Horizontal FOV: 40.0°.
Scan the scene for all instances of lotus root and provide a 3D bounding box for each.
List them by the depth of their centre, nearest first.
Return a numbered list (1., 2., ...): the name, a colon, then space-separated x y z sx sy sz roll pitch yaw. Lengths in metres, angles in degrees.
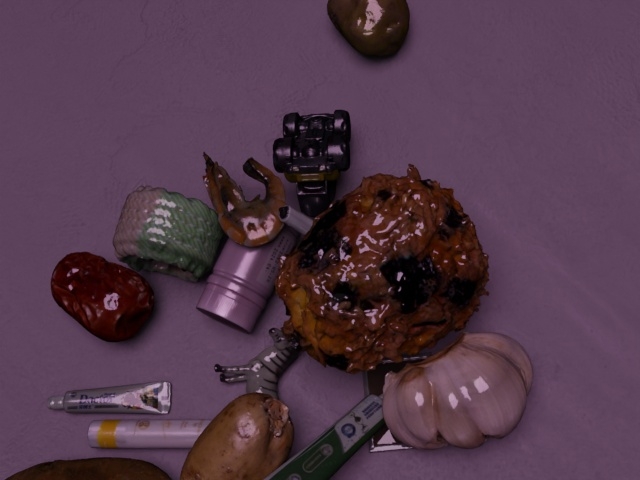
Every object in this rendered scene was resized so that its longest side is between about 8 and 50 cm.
1. lotus root: -0.161 0.408 1.626 0.160 0.146 0.284 37 103 -14

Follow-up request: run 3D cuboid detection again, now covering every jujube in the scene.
1. jujube: -0.452 0.111 1.802 0.230 0.155 0.155 25 77 22

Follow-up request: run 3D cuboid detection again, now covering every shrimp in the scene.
1. shrimp: -0.151 -0.103 1.739 0.145 0.059 0.254 -26 62 4

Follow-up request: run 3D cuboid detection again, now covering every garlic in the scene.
1. garlic: 0.269 0.292 1.599 0.281 0.185 0.203 -31 107 -17

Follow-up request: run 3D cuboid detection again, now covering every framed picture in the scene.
1. framed picture: 0.157 0.313 1.707 0.142 0.011 0.183 -7 70 7

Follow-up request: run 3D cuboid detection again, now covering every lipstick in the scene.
1. lipstick: -0.324 0.382 1.736 0.264 0.059 0.059 -1 72 8

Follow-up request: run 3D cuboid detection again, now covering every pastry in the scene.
1. pastry: 0.119 0.049 1.596 0.405 0.337 0.292 -19 29 -18

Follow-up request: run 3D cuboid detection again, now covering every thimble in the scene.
1. thimble: -0.312 -0.008 1.783 0.219 0.219 0.150 12 75 13

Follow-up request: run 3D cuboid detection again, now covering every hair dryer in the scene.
1. hair dryer: 0.000 0.000 1.729 0.073 0.236 0.131 8 71 45

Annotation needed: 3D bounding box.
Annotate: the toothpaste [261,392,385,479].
1. toothpaste: 0.012 0.392 1.604 0.099 0.061 0.392 40 58 23

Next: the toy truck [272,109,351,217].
1. toy truck: -0.007 -0.163 1.808 0.148 0.165 0.224 -2 35 8

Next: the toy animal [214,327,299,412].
1. toy animal: -0.113 0.286 1.728 0.176 0.073 0.216 -8 78 4

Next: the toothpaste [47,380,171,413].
1. toothpaste: -0.429 0.323 1.787 0.256 0.037 0.067 -3 71 4

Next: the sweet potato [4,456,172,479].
1. sweet potato: -0.470 0.484 1.694 0.423 0.130 0.130 -5 71 10

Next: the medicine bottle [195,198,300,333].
1. medicine bottle: -0.142 0.051 1.778 0.133 0.133 0.249 22 75 15

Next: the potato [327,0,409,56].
1. potato: 0.109 -0.497 1.924 0.154 0.137 0.200 -42 67 26
